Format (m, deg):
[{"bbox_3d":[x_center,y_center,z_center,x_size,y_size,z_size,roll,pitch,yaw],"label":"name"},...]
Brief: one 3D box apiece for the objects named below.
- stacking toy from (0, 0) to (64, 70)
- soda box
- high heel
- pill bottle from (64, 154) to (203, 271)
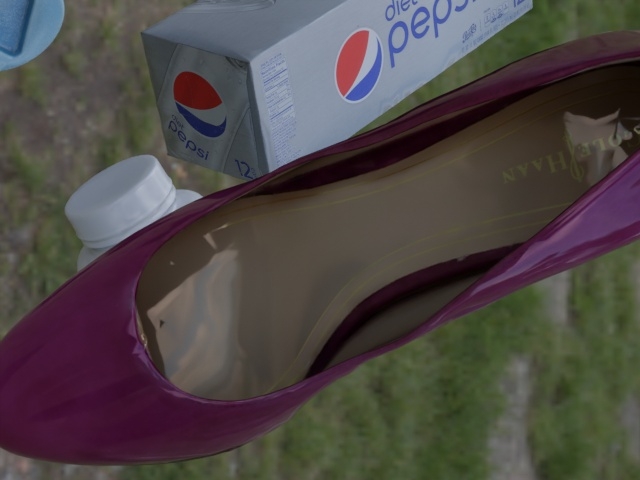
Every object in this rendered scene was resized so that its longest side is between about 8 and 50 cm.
[{"bbox_3d":[-0.402,-0.239,1.418,0.130,0.279,0.309,61,1,35],"label":"stacking toy"},{"bbox_3d":[0.020,-0.146,0.986,0.286,0.098,0.091,-37,131,-36],"label":"soda box"},{"bbox_3d":[0.000,0.000,0.680,0.181,0.377,0.127,70,-6,-76],"label":"high heel"},{"bbox_3d":[-0.115,0.042,1.200,0.215,0.117,0.117,61,33,-24],"label":"pill bottle"}]
